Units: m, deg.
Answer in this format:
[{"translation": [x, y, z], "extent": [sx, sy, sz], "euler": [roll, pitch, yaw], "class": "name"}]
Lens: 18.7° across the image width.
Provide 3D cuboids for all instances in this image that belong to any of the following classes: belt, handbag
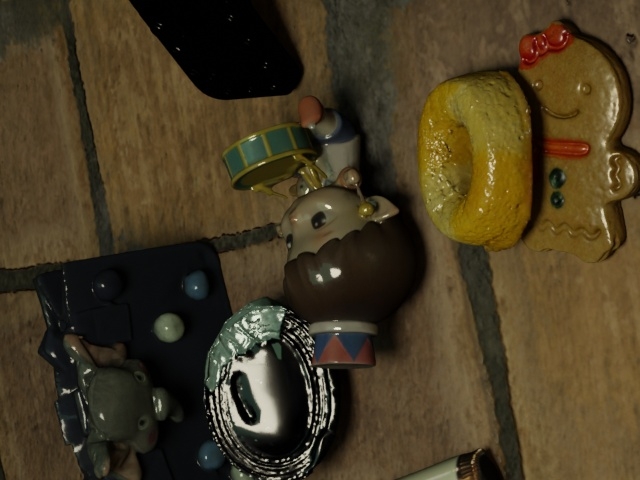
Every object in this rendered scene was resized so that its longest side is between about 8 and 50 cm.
[{"translation": [-0.054, 0.159, 2.092], "extent": [0.151, 0.078, 0.198], "euler": [-5, 92, 2], "class": "belt"}, {"translation": [-0.188, 0.173, 2.138], "extent": [0.118, 0.269, 0.326], "euler": [-21, 83, 42], "class": "handbag"}]

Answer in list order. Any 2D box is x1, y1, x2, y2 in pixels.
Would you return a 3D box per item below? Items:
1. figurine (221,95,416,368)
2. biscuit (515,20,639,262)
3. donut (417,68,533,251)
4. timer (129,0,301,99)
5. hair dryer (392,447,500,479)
[{"translation": [0.008, -0.002, 1.994], "extent": [0.161, 0.158, 0.275], "euler": [-42, 68, 50], "class": "figurine"}, {"translation": [0.235, -0.094, 1.844], "extent": [0.166, 0.036, 0.225], "euler": [14, 107, 43], "class": "biscuit"}, {"translation": [0.146, -0.077, 1.878], "extent": [0.162, 0.065, 0.178], "euler": [171, 96, -66], "class": "donut"}, {"translation": [-0.115, -0.231, 2.088], "extent": [0.144, 0.055, 0.187], "euler": [-1, 137, 43], "class": "timer"}, {"translation": [0.042, 0.293, 2.020], "extent": [0.362, 0.203, 0.128], "euler": [-25, 77, 26], "class": "hair dryer"}]
